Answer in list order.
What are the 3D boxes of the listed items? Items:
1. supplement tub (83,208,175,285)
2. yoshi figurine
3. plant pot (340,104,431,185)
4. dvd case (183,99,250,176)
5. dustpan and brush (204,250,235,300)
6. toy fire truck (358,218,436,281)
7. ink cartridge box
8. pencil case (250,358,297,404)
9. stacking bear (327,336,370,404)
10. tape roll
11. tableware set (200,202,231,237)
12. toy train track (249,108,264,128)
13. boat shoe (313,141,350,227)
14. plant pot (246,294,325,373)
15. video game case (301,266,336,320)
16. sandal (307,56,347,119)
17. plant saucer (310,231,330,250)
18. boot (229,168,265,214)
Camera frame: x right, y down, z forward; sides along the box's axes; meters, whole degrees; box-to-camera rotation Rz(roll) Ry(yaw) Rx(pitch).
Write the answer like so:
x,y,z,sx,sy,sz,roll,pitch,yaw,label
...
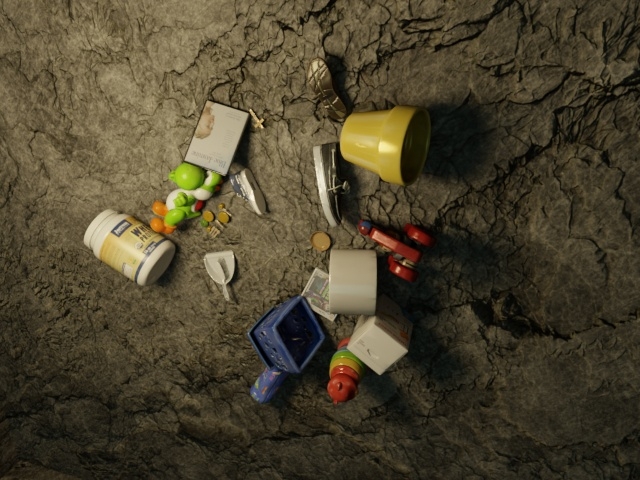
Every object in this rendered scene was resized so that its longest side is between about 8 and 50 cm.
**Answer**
x,y,z,sx,sy,sz,roll,pitch,yaw,label
-0.814,0.027,2.046,0.316,0.228,0.228,32,119,1,supplement tub
-0.554,-0.192,1.890,0.362,0.203,0.203,-37,92,25,yoshi figurine
0.206,-0.325,1.569,0.239,0.254,0.254,17,118,28,plant pot
-0.387,-0.381,1.775,0.180,0.022,0.253,19,88,8,dvd case
-0.422,0.157,2.074,0.147,0.060,0.211,-8,110,21,dustpan and brush
0.246,0.005,1.666,0.254,0.302,0.169,26,98,1,toy fire truck
0.239,0.360,1.856,0.171,0.232,0.168,38,119,-2,ink cartridge box
-0.215,0.622,2.177,0.119,0.133,0.306,27,120,-6,pencil case
0.111,0.539,1.944,0.164,0.289,0.175,18,118,9,stacking bear
0.119,0.153,1.773,0.169,0.246,0.246,2,114,3,tape roll
-0.437,-0.092,1.991,0.104,0.024,0.154,42,120,0,tableware set
-0.235,-0.451,1.770,0.048,0.014,0.083,-32,95,34,toy train track
0.054,-0.201,1.736,0.105,0.113,0.306,-9,95,15,boat shoe
-0.154,0.398,1.999,0.212,0.236,0.236,-18,108,39,plant pot
0.018,0.225,1.986,0.173,0.022,0.190,29,118,3,video game case
0.028,-0.521,1.634,0.090,0.060,0.219,-19,121,30,sandal
0.000,0.000,1.895,0.083,0.015,0.083,7,116,15,plant saucer
-0.287,-0.184,1.882,0.086,0.069,0.190,-16,100,31,boot
